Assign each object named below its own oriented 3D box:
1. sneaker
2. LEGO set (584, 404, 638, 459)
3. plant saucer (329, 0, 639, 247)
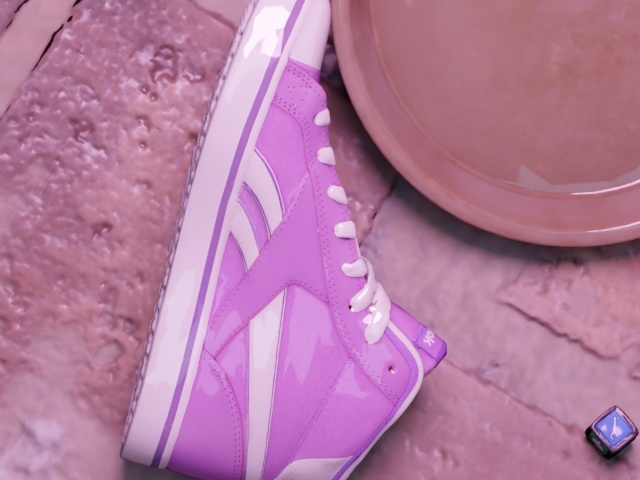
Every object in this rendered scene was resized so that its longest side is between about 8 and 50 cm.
[{"bbox_3d":[0.000,0.000,1.083,0.161,0.102,0.282,13,100,-4],"label":"sneaker"},{"bbox_3d":[0.275,0.136,1.119,0.244,0.060,0.182,-7,73,-4],"label":"LEGO set"},{"bbox_3d":[0.142,-0.135,1.101,0.278,0.041,0.278,-1,100,-4],"label":"plant saucer"}]
